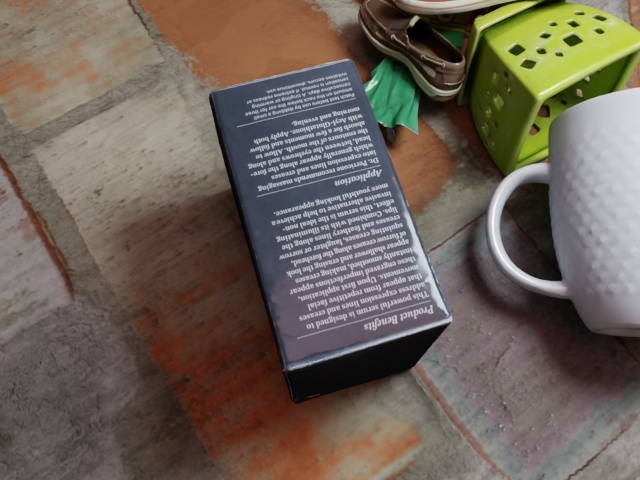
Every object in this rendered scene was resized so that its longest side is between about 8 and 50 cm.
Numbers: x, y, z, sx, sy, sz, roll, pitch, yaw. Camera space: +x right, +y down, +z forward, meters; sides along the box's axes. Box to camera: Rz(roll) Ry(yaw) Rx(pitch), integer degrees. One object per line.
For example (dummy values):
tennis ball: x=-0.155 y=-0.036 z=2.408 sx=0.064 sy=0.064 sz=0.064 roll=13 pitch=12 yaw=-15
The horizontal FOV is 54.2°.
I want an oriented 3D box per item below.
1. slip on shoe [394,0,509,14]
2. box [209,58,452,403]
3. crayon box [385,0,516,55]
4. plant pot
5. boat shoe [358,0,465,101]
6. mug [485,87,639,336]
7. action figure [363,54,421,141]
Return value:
slip on shoe: x=0.282 y=-0.447 z=1.034 sx=0.331 sy=0.101 sz=0.123 roll=-4 pitch=32 yaw=24
box: x=0.000 y=0.000 z=0.909 sx=0.212 sy=0.293 sz=0.395 roll=-15 pitch=70 yaw=-7
crayon box: x=0.233 y=-0.501 z=1.184 sx=0.318 sy=0.081 sz=0.202 roll=44 pitch=103 yaw=15
plant pot: x=0.368 y=-0.285 z=1.073 sx=0.227 sy=0.228 sz=0.207 roll=-28 pitch=66 yaw=-11
boat shoe: x=0.167 y=-0.365 z=1.110 sx=0.095 sy=0.095 sz=0.257 roll=-33 pitch=69 yaw=-24
mug: x=0.445 y=-0.024 z=0.956 sx=0.374 sy=0.276 sz=0.328 roll=0 pitch=77 yaw=16
action figure: x=0.140 y=-0.288 z=1.150 sx=0.137 sy=0.063 sz=0.232 roll=18 pitch=62 yaw=7
